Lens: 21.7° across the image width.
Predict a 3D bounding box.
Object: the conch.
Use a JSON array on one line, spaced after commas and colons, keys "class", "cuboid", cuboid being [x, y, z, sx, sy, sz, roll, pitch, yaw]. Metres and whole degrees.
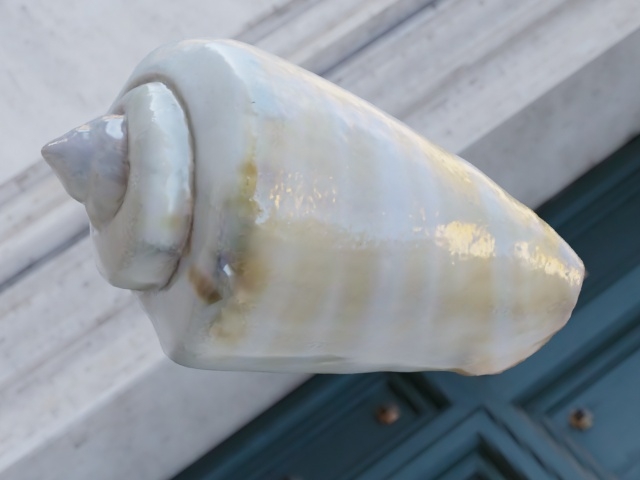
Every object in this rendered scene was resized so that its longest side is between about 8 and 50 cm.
[{"class": "conch", "cuboid": [-0.001, 0.005, 0.737, 0.127, 0.255, 0.158, -90, -163, -66]}]
